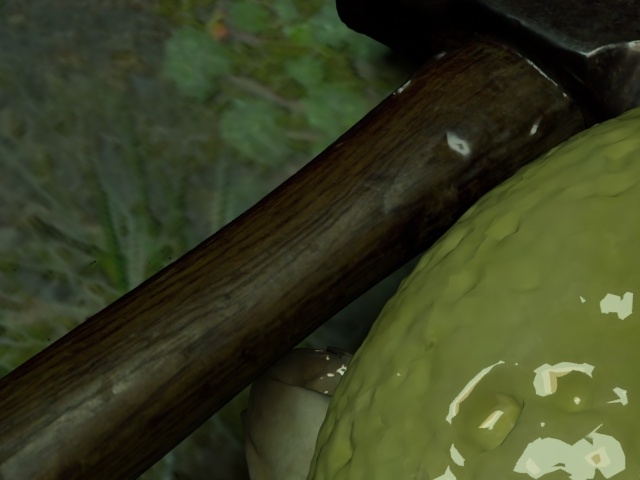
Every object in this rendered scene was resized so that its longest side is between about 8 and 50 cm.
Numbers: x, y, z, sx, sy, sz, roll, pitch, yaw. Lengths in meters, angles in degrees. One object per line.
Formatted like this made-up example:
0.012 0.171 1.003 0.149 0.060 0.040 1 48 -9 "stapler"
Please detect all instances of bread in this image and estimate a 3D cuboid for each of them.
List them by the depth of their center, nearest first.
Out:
0.146 0.108 0.519 0.320 0.237 0.321 1 48 -2 "bread"

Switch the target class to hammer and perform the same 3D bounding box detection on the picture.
0.000 0.000 0.718 0.409 0.095 0.242 -36 51 -25 "hammer"

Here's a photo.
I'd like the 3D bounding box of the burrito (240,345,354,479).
0.025 0.129 0.688 0.087 0.060 0.226 1 41 -24 "burrito"
